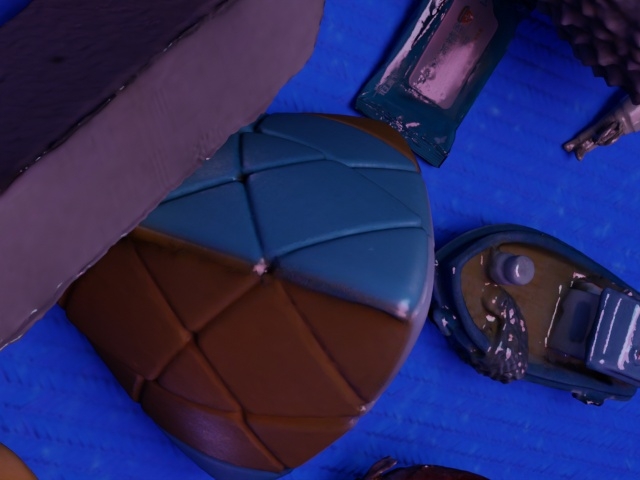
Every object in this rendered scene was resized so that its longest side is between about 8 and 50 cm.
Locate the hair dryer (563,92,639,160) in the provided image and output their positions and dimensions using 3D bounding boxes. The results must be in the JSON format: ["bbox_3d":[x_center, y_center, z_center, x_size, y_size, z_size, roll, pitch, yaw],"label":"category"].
[{"bbox_3d":[0.282,-0.113,1.069,0.237,0.206,0.075,-29,109,2],"label":"hair dryer"}]

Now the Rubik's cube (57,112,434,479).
[{"bbox_3d":[0.000,0.000,0.864,0.254,0.254,0.254,-8,105,-32],"label":"Rubik's cube"}]

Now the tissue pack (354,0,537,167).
[{"bbox_3d":[0.084,-0.125,1.006,0.085,0.028,0.138,32,87,-31],"label":"tissue pack"}]

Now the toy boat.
[{"bbox_3d":[0.160,0.052,1.053,0.238,0.098,0.109,22,85,-35],"label":"toy boat"}]

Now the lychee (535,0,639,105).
[{"bbox_3d":[0.243,-0.222,0.932,0.300,0.300,0.300,-8,105,-32],"label":"lychee"}]

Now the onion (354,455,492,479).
[{"bbox_3d":[0.083,0.243,1.020,0.159,0.159,0.195,-43,142,-18],"label":"onion"}]

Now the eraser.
[{"bbox_3d":[-0.118,-0.067,0.779,0.352,0.111,0.077,-48,138,-38],"label":"eraser"}]

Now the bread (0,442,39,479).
[{"bbox_3d":[-0.286,0.190,0.778,0.305,0.142,0.091,-22,69,-29],"label":"bread"}]
